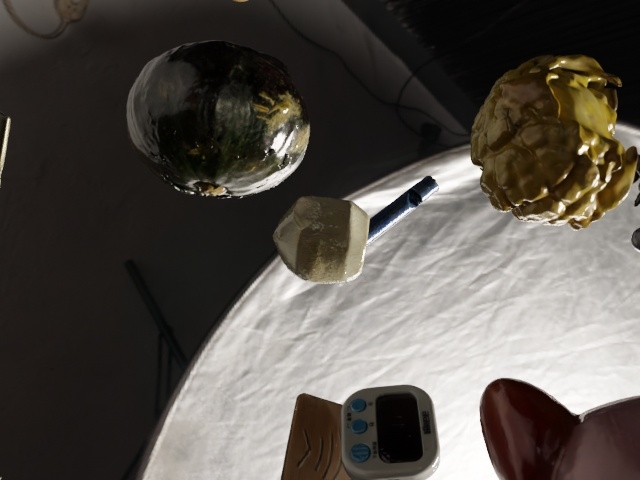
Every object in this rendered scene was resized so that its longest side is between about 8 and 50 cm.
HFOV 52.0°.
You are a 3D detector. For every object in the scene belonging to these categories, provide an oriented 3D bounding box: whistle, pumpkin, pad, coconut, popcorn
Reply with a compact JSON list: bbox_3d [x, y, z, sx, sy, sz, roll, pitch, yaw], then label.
[{"bbox_3d":[0.215,-0.082,1.887,0.304,0.062,0.062,-37,114,-18],"label":"whistle"},{"bbox_3d":[-0.246,-0.275,1.588,0.454,0.454,0.344,12,68,-42],"label":"pumpkin"},{"bbox_3d":[0.043,0.560,1.678,0.284,0.018,0.287,22,56,-16],"label":"pad"},{"bbox_3d":[0.000,0.000,1.141,0.161,0.162,0.161,9,90,-85],"label":"coconut"},{"bbox_3d":[0.304,-0.124,0.866,0.250,0.190,0.250,10,76,-46],"label":"popcorn"}]

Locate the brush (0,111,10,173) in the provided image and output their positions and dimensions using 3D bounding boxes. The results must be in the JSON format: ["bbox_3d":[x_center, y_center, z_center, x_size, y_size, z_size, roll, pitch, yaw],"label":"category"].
[{"bbox_3d":[-0.715,-0.142,1.408,0.048,0.054,0.282,-7,123,-54],"label":"brush"}]

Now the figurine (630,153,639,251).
[{"bbox_3d":[0.680,-0.066,1.161,0.382,0.261,0.186,24,59,-55],"label":"figurine"}]

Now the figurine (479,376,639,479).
[{"bbox_3d":[0.274,0.241,0.518,0.211,0.261,0.270,-14,90,-73],"label":"figurine"}]

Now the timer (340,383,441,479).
[{"bbox_3d":[0.169,0.478,1.605,0.262,0.237,0.087,-88,171,-50],"label":"timer"}]
